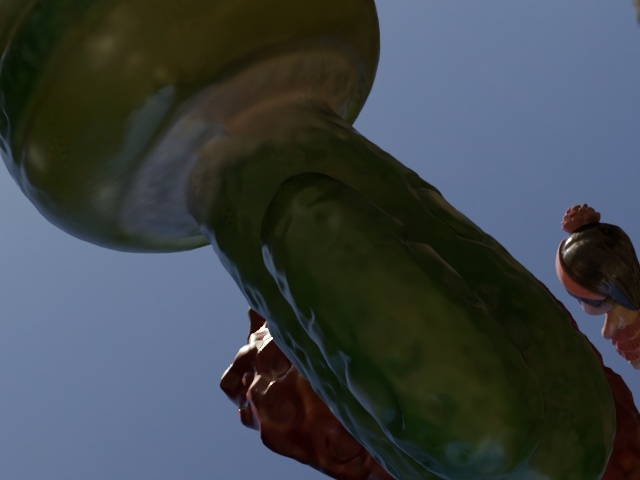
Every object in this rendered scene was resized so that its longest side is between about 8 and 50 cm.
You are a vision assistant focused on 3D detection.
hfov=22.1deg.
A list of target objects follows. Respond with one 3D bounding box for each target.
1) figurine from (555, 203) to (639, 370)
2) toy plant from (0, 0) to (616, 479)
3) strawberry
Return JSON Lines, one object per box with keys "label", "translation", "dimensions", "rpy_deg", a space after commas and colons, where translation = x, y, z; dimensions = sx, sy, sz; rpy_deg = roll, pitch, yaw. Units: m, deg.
{"label": "figurine", "translation": [0.212, 0.034, 1.152], "dimensions": [0.054, 0.129, 0.072], "rpy_deg": [-20, -142, 33]}
{"label": "toy plant", "translation": [0.000, 0.000, 0.707], "dimensions": [0.184, 0.224, 0.316], "rpy_deg": [-38, -115, -1]}
{"label": "strawberry", "translation": [0.100, 0.092, 1.011], "dimensions": [0.336, 0.265, 0.149], "rpy_deg": [32, -80, 52]}
